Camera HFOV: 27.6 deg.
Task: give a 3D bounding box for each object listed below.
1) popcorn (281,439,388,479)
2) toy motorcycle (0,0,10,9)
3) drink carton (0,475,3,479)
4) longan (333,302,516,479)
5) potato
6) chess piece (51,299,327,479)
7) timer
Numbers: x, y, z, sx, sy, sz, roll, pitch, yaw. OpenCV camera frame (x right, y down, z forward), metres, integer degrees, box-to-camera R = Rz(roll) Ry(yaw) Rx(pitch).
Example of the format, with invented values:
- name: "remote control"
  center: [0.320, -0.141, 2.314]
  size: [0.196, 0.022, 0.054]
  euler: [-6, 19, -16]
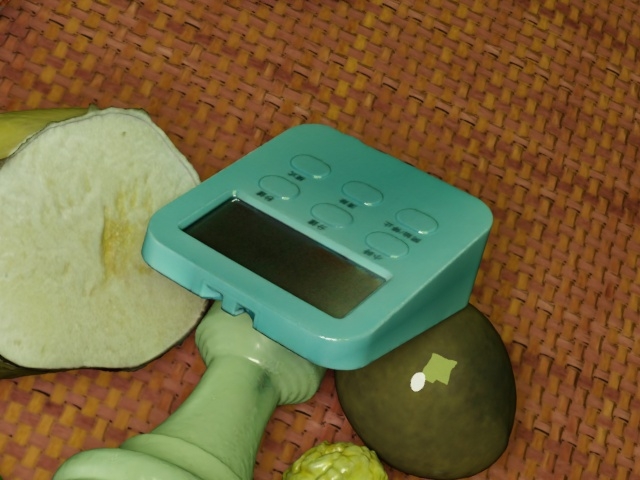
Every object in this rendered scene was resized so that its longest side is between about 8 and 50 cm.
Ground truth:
- name: "popcorn"
  center: [0.017, 0.234, 1.175]
  size: [0.106, 0.116, 0.120]
  euler: [-35, 121, -54]
- name: "toy motorcycle"
  center: [-0.438, -0.240, 1.203]
  size: [0.401, 0.207, 0.134]
  euler: [-12, 72, -5]
- name: "drink carton"
  center: [-0.327, 0.203, 1.058]
  size: [0.108, 0.161, 0.271]
  euler: [-34, 82, -5]
- name: "longan"
  center: [0.101, 0.134, 1.216]
  size: [0.167, 0.167, 0.187]
  euler: [-35, 103, -24]
- name: "potato"
  center: [-0.251, -0.001, 1.153]
  size: [0.300, 0.196, 0.246]
  euler: [3, 93, -52]
- name: "chess piece"
  center: [-0.089, 0.165, 1.115]
  size: [0.195, 0.194, 0.299]
  euler: [32, 52, -2]
- name: "timer"
  center: [0.000, 0.000, 1.135]
  size: [0.232, 0.091, 0.250]
  euler: [29, 31, 24]
